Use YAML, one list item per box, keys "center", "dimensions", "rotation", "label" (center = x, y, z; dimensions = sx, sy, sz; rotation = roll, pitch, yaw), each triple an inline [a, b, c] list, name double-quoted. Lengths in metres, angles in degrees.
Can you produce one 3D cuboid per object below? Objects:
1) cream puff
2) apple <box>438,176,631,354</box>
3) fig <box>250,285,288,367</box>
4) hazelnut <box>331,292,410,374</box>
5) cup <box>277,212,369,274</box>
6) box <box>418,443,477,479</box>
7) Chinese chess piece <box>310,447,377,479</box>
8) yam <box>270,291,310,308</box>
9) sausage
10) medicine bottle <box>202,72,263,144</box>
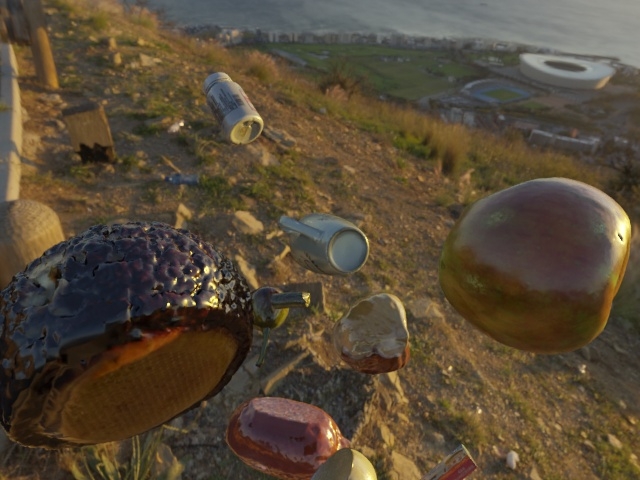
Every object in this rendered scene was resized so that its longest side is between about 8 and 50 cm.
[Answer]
- center: [-0.187, 0.085, 0.432]
  dimensions: [0.239, 0.239, 0.165]
  rotation: [-17, 53, -28]
  label: "cream puff"
- center: [0.289, 0.029, 0.625]
  dimensions: [0.226, 0.246, 0.246]
  rotation: [17, 36, 34]
  label: "apple"
- center: [-0.172, 0.259, 1.358]
  dimensions: [0.149, 0.149, 0.245]
  rotation: [2, 56, -4]
  label: "fig"
- center: [0.176, 0.287, 1.361]
  dimensions: [0.261, 0.261, 0.241]
  rotation: [-14, 0, -24]
  label: "hazelnut"
- center: [0.000, 0.000, 1.300]
  dimensions: [0.258, 0.186, 0.234]
  rotation: [27, -5, -21]
  label: "cup"
- center: [0.466, 0.904, 1.703]
  dimensions: [0.273, 0.265, 0.048]
  rotation: [-40, 71, -2]
  label: "box"
- center: [0.025, 0.357, 0.629]
  dimensions: [0.051, 0.122, 0.122]
  rotation: [42, 40, -2]
  label: "Chinese chess piece"
- center: [-0.075, 0.150, 1.120]
  dimensions: [0.094, 0.043, 0.043]
  rotation: [-6, 33, 12]
  label: "yam"
- center: [-0.070, 0.386, 0.869]
  dimensions: [0.255, 0.148, 0.148]
  rotation: [8, 35, 16]
  label: "sausage"
- center: [-0.178, -0.264, 0.887]
  dimensions: [0.079, 0.079, 0.140]
  rotation: [-19, 64, -30]
  label: "medicine bottle"
